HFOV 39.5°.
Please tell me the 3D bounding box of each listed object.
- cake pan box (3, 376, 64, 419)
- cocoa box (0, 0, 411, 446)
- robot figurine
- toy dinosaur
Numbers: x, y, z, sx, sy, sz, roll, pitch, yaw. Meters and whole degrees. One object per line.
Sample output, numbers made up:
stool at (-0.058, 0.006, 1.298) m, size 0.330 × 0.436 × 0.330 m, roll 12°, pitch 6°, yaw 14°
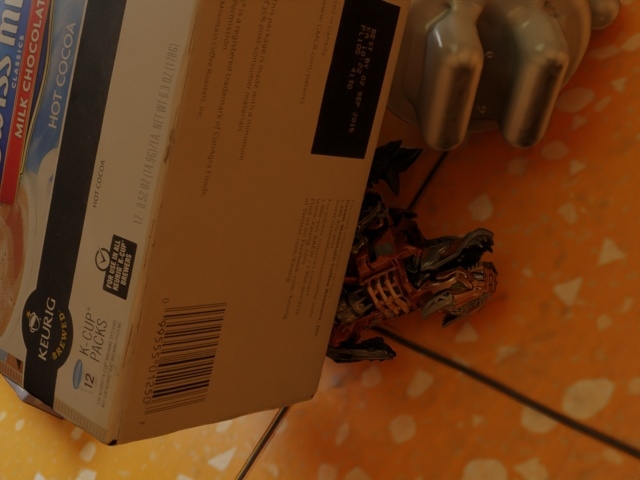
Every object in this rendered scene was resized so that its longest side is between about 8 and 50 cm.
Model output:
cake pan box at (-0.299, 0.045, 1.048) m, size 0.267 × 0.070 × 0.246 m, roll 28°, pitch 81°, yaw 45°
cocoa box at (-0.115, -0.062, 0.684) m, size 0.228 × 0.231 × 0.347 m, roll 21°, pitch 103°, yaw 34°
robot figurine at (0.128, -0.243, 0.834) m, size 0.300 × 0.200 × 0.353 m, roll -1°, pitch 51°, yaw -9°
toy dinosaur at (0.000, 0.000, 0.806) m, size 0.322 × 0.164 × 0.218 m, roll 3°, pitch 77°, yaw 14°
